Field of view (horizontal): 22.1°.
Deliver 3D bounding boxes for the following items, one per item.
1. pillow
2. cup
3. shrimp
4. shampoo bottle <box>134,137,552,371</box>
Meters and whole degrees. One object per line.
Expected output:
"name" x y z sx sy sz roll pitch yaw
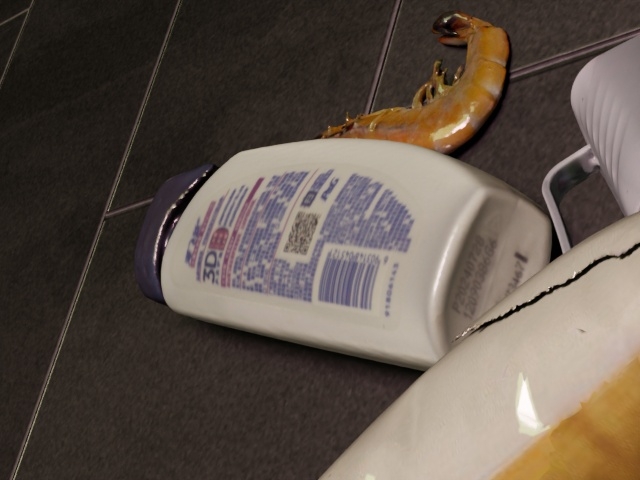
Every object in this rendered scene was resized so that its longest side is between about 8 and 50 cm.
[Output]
"pillow" 0.113 0.078 0.658 0.312 0.310 0.119 -44 70 22
"cup" 0.171 -0.029 0.796 0.128 0.095 0.129 -26 35 7
"shrimp" 0.055 -0.100 1.101 0.178 0.034 0.124 -11 51 48
"shampoo bottle" 0.000 0.000 1.040 0.359 0.078 0.134 7 78 57
